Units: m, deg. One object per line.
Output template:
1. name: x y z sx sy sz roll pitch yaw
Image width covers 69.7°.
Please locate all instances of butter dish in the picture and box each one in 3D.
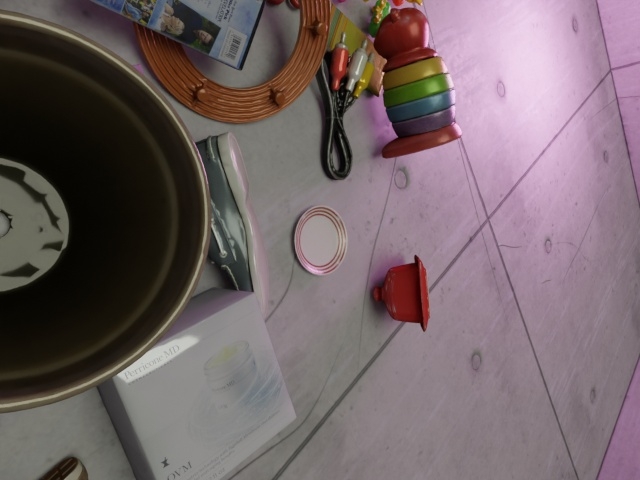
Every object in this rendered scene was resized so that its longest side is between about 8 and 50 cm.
1. butter dish: 0.177 0.115 1.020 0.160 0.118 0.159 -8 93 -82

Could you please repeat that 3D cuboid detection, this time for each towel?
1. towel: 0.060 -0.413 0.991 0.237 0.021 0.102 25 78 -39

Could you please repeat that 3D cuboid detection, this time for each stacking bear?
1. stacking bear: 0.198 -0.347 0.995 0.175 0.164 0.288 -34 112 -46

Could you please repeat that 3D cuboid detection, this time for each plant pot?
1. plant pot: -0.323 -0.020 0.473 0.323 0.280 0.323 2 87 -42

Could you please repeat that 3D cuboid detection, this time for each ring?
1. ring: -0.121 -0.354 0.730 0.337 0.032 0.336 -17 123 -28

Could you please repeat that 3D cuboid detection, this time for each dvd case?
1. dvd case: -0.189 -0.373 0.637 0.253 0.022 0.180 13 105 -39

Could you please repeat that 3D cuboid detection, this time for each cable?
1. cable: 0.040 -0.271 0.925 0.140 0.072 0.287 12 83 -42

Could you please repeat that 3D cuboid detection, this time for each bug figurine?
1. bug figurine: 0.114 -0.578 1.006 0.279 0.072 0.216 27 78 -42

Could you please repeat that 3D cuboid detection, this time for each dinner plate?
1. dinner plate: 0.000 0.000 0.927 0.141 0.017 0.141 2 87 -40

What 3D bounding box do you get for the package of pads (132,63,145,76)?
1. package of pads: -0.293 -0.224 0.669 0.083 0.032 0.050 -29 105 -38

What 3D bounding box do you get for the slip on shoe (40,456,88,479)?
1. slip on shoe: -0.364 0.341 0.585 0.135 0.051 0.041 -39 125 -41

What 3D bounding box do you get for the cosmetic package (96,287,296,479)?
1. cosmetic package: -0.185 0.217 0.683 0.224 0.138 0.224 -27 105 -38

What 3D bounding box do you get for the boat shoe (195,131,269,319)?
1. boat shoe: -0.154 -0.012 0.764 0.099 0.116 0.319 -10 106 2

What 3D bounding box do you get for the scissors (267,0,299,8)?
1. scissors: -0.102 -0.581 0.853 0.109 0.021 0.297 -24 102 -30
